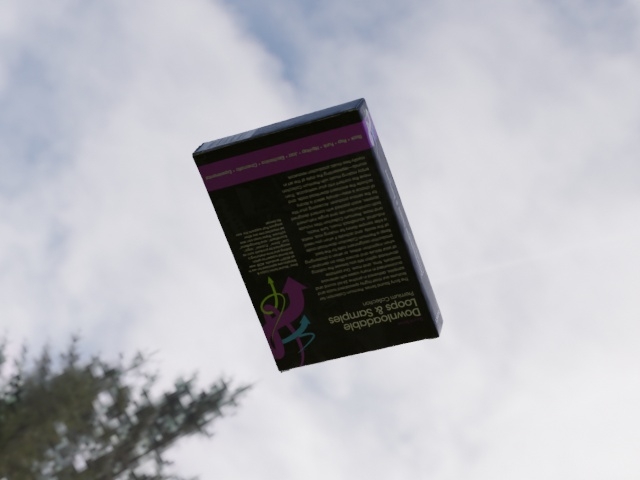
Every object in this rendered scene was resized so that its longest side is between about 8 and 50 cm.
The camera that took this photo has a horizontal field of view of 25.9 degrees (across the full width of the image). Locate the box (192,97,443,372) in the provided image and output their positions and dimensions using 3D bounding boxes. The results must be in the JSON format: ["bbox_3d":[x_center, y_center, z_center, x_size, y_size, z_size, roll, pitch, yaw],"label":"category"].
[{"bbox_3d":[0.000,0.000,0.892,0.116,0.029,0.162,-13,-72,20],"label":"box"}]
